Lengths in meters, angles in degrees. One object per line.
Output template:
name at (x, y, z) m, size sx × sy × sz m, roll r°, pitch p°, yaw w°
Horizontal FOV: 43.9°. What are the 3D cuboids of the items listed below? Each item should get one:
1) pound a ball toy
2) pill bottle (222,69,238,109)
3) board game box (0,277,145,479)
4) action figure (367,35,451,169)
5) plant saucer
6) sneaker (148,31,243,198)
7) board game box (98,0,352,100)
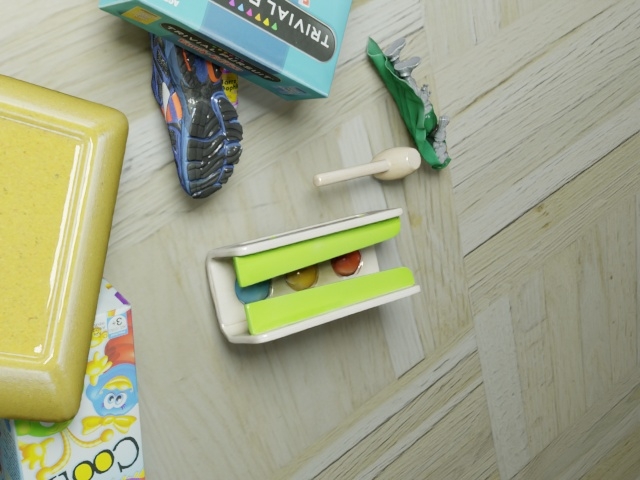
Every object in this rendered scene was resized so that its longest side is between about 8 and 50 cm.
pound a ball toy at (0.000, 0.000, 1.101) m, size 0.319 × 0.135 × 0.208 m, roll -15°, pitch 94°, yaw -33°
pill bottle at (-0.120, -0.198, 0.946) m, size 0.043 × 0.043 × 0.083 m, roll -15°, pitch 119°, yaw -33°
board game box at (-0.300, 0.184, 0.915) m, size 0.142 × 0.144 × 0.275 m, roll -15°, pitch 120°, yaw -33°
action figure at (0.143, -0.178, 1.126) m, size 0.063 × 0.137 × 0.232 m, roll -28°, pitch 140°, yaw 4°
plant saucer at (-0.342, -0.014, 0.713) m, size 0.332 × 0.081 × 0.333 m, roll 14°, pitch 77°, yaw -32°
sneaker at (-0.148, -0.156, 0.912) m, size 0.083 × 0.087 × 0.221 m, roll -18°, pitch 115°, yaw -38°
board game box at (-0.062, -0.352, 0.838) m, size 0.253 × 0.079 × 0.336 m, roll 18°, pitch 83°, yaw -42°
